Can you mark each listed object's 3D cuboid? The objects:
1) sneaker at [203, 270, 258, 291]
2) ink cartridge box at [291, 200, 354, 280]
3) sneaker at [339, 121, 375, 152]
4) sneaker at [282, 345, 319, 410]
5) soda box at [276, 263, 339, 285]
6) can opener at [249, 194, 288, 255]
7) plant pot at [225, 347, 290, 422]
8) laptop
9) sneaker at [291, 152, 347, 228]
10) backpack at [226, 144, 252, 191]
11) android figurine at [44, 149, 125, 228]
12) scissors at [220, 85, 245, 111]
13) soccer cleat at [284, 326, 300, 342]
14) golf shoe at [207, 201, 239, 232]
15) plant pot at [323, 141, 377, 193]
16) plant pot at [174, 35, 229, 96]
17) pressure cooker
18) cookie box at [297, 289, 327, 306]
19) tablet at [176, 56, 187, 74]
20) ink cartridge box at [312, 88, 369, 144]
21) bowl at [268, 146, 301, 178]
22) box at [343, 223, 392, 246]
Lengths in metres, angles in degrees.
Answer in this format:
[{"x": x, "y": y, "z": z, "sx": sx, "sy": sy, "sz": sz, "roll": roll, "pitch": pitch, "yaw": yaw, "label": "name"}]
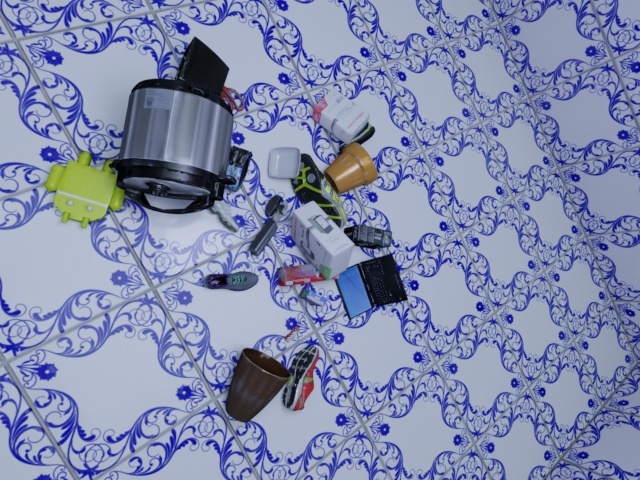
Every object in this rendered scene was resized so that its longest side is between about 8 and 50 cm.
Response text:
[{"x": -0.349, "y": 0.167, "z": 1.610, "sx": 0.224, "sy": 0.098, "sz": 0.083, "roll": -3, "pitch": 86, "yaw": -25, "label": "sneaker"}, {"x": 0.000, "y": 0.000, "z": 1.677, "sx": 0.115, "sy": 0.198, "sz": 0.273, "roll": -29, "pitch": 62, "yaw": -25, "label": "ink cartridge box"}, {"x": 0.162, "y": -0.508, "z": 1.952, "sx": 0.235, "sy": 0.084, "sz": 0.097, "roll": -36, "pitch": 76, "yaw": -25, "label": "sneaker"}, {"x": -0.068, "y": 0.587, "z": 1.715, "sx": 0.118, "sy": 0.107, "sz": 0.278, "roll": 34, "pitch": 74, "yaw": -38, "label": "sneaker"}, {"x": -0.052, "y": 0.144, "z": 1.757, "sx": 0.264, "sy": 0.092, "sz": 0.083, "roll": -5, "pitch": 86, "yaw": -25, "label": "soda box"}, {"x": -0.224, "y": -0.064, "z": 1.721, "sx": 0.093, "sy": 0.074, "sz": 0.280, "roll": 23, "pitch": 70, "yaw": 14, "label": "can opener"}, {"x": -0.265, "y": 0.577, "z": 1.563, "sx": 0.216, "sy": 0.215, "sz": 0.230, "roll": 31, "pitch": 86, "yaw": -20, "label": "plant pot"}, {"x": 0.232, "y": 0.215, "z": 1.859, "sx": 0.137, "sy": 0.265, "sz": 0.234, "roll": -28, "pitch": 99, "yaw": -62, "label": "laptop"}, {"x": -0.007, "y": -0.214, "z": 1.814, "sx": 0.384, "sy": 0.145, "sz": 0.147, "roll": 64, "pitch": 27, "yaw": 3, "label": "sneaker"}, {"x": -0.355, "y": -0.289, "z": 1.632, "sx": 0.117, "sy": 0.158, "sz": 0.173, "roll": 17, "pitch": 89, "yaw": -15, "label": "backpack"}, {"x": -0.840, "y": -0.180, "z": 1.440, "sx": 0.249, "sy": 0.056, "sz": 0.272, "roll": 20, "pitch": 74, "yaw": -22, "label": "android figurine"}, {"x": -0.436, "y": -0.671, "z": 1.703, "sx": 0.109, "sy": 0.021, "sz": 0.297, "roll": -34, "pitch": 97, "yaw": -16, "label": "scissors"}, {"x": -0.118, "y": 0.407, "z": 1.735, "sx": 0.083, "sy": 0.029, "sz": 0.035, "roll": -41, "pitch": 111, "yaw": -20, "label": "soccer cleat"}, {"x": -0.385, "y": -0.113, "z": 1.644, "sx": 0.176, "sy": 0.069, "sz": 0.086, "roll": 49, "pitch": 61, "yaw": -14, "label": "golf shoe"}, {"x": 0.126, "y": -0.315, "z": 1.846, "sx": 0.188, "sy": 0.205, "sz": 0.205, "roll": -34, "pitch": 100, "yaw": -9, "label": "plant pot"}, {"x": -0.472, "y": -0.652, "z": 1.592, "sx": 0.167, "sy": 0.188, "sz": 0.187, "roll": 20, "pitch": 81, "yaw": -29, "label": "plant pot"}, {"x": -0.516, "y": -0.302, "z": 1.423, "sx": 0.376, "sy": 0.370, "sz": 0.419, "roll": 12, "pitch": 81, "yaw": -45, "label": "pressure cooker"}, {"x": -0.035, "y": 0.250, "z": 1.745, "sx": 0.092, "sy": 0.107, "sz": 0.040, "roll": 31, "pitch": 72, "yaw": -19, "label": "cookie box"}, {"x": -0.558, "y": -0.715, "z": 1.655, "sx": 0.054, "sy": 0.006, "sz": 0.083, "roll": -16, "pitch": 92, "yaw": -22, "label": "tablet"}, {"x": 0.095, "y": -0.576, "z": 1.867, "sx": 0.218, "sy": 0.092, "sz": 0.158, "roll": 38, "pitch": 69, "yaw": 8, "label": "ink cartridge box"}, {"x": -0.151, "y": -0.335, "z": 1.758, "sx": 0.142, "sy": 0.053, "sz": 0.141, "roll": 3, "pitch": 83, "yaw": 14, "label": "bowl"}, {"x": 0.218, "y": -0.014, "z": 1.872, "sx": 0.180, "sy": 0.147, "sz": 0.077, "roll": 11, "pitch": 79, "yaw": -25, "label": "box"}]
